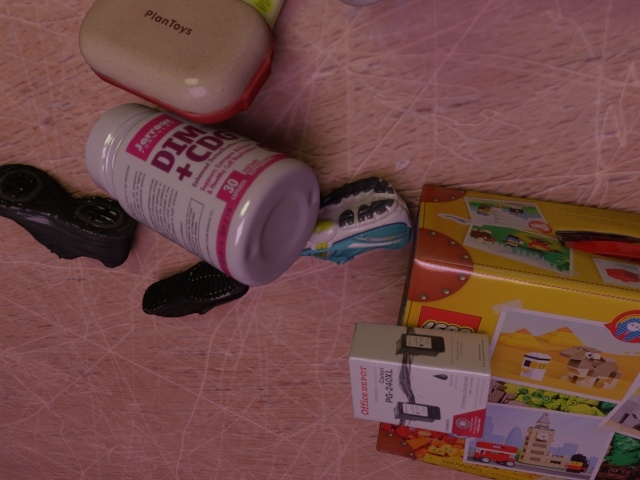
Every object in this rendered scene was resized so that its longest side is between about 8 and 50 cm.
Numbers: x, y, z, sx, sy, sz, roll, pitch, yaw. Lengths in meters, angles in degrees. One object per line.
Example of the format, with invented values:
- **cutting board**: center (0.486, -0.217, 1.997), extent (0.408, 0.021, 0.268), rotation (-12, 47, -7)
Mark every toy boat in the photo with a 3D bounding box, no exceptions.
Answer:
- **toy boat**: center (-0.167, -0.215, 0.550), extent (0.231, 0.151, 0.151), rotation (26, 165, 11)

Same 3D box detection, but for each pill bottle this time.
- **pill bottle**: center (-0.156, -0.071, 0.576), extent (0.283, 0.160, 0.160), rotation (26, 128, 24)

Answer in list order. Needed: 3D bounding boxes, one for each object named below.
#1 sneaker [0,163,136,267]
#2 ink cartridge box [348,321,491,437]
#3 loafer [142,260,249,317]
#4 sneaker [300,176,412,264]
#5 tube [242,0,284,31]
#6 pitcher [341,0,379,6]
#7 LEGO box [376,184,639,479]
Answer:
- **sneaker**: center (-0.460, -0.031, 0.766), extent (0.286, 0.109, 0.130), rotation (24, 132, 1)
- **ink cartridge box**: center (0.111, 0.159, 0.517), extent (0.150, 0.063, 0.109), rotation (3, 123, 15)
- **loafer**: center (-0.212, 0.090, 0.801), extent (0.220, 0.080, 0.078), rotation (-14, 151, 22)
- **sneaker**: center (0.000, 0.000, 0.659), extent (0.275, 0.107, 0.110), rotation (-11, 136, 28)
- **tube**: center (-0.043, -0.330, 0.479), extent (0.240, 0.062, 0.070), rotation (-45, 58, 40)
- **pitcher**: center (0.000, -0.295, 0.368), extent (0.178, 0.125, 0.207), rotation (-26, 89, 61)
- **LEGO box**: center (0.354, 0.160, 0.607), extent (0.500, 0.193, 0.372), rotation (9, 125, 9)
